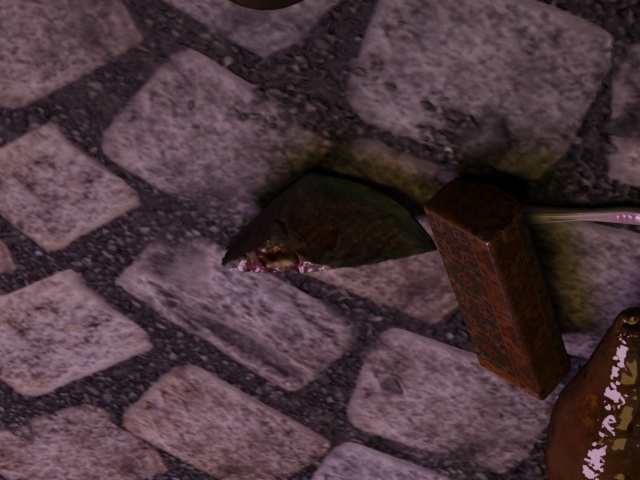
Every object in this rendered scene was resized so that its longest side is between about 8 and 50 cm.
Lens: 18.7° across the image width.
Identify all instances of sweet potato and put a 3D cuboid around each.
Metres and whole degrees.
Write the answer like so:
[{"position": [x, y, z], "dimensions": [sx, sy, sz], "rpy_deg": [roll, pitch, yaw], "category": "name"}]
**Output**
[{"position": [0.257, 0.167, 1.691], "dimensions": [0.131, 0.131, 0.336], "rpy_deg": [4, 140, 17], "category": "sweet potato"}]

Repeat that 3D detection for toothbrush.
[{"position": [0.243, -0.017, 1.548], "dimensions": [0.204, 0.022, 0.017], "rpy_deg": [2, 137, 20], "category": "toothbrush"}]

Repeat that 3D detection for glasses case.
[{"position": [0.152, 0.041, 1.620], "dimensions": [0.075, 0.049, 0.218], "rpy_deg": [31, 156, 38], "category": "glasses case"}]

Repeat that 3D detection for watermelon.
[{"position": [0.004, -0.007, 1.609], "dimensions": [0.180, 0.094, 0.081], "rpy_deg": [-8, 135, 8], "category": "watermelon"}]

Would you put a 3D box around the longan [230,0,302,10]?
[{"position": [-0.035, -0.212, 1.346], "dimensions": [0.106, 0.106, 0.119], "rpy_deg": [29, 153, -14], "category": "longan"}]
